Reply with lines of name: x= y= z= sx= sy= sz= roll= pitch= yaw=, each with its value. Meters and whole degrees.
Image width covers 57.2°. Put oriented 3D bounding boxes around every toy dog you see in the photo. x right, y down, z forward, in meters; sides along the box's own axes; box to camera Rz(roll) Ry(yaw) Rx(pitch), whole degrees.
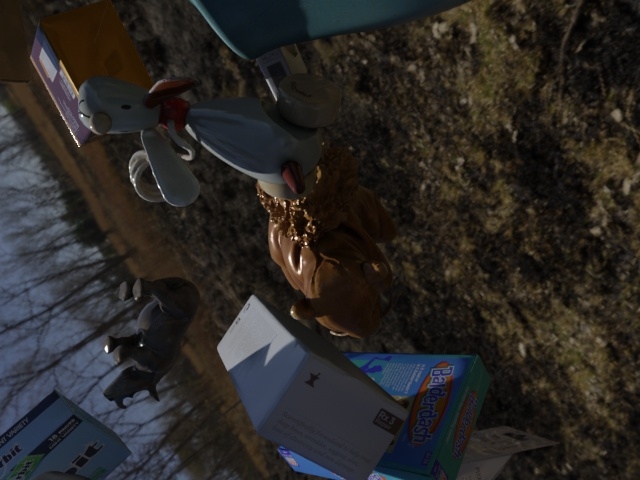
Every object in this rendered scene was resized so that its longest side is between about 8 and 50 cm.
toy dog: x=-0.133 y=-0.119 z=0.742 sx=0.161 sy=0.334 sz=0.220 roll=-93 pitch=-7 yaw=-51

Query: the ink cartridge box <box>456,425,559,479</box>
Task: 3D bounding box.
ink cartridge box: x=0.228 y=0.342 z=0.912 sx=0.181 sy=0.225 sz=0.056 roll=135 pitch=129 yaw=-78

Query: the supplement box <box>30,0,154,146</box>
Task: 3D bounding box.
supplement box: x=-0.419 y=-0.300 z=1.087 sx=0.194 sy=0.129 sz=0.191 roll=-7 pitch=112 yaw=60

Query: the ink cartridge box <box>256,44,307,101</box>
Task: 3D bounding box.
ink cartridge box: x=-0.104 y=-0.446 z=1.168 sx=0.239 sy=0.060 sz=0.275 roll=-82 pitch=-30 yaw=-51

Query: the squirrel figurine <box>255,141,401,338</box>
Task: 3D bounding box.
squirrel figurine: x=0.000 y=0.000 z=1.152 sx=0.370 sy=0.281 sz=0.397 roll=-95 pitch=-19 yaw=-62

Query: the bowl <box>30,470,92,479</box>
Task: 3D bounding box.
bowl: x=-0.237 y=0.227 z=0.451 sx=0.053 sy=0.142 sz=0.142 roll=56 pitch=156 yaw=8

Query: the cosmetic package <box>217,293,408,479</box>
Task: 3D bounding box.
cosmetic package: x=-0.022 y=0.137 z=0.591 sx=0.117 sy=0.085 sz=0.231 roll=34 pitch=177 yaw=-18

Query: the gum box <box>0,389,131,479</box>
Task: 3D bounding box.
gum box: x=-0.312 y=0.262 z=0.654 sx=0.041 sy=0.157 sz=0.184 roll=38 pitch=157 yaw=24

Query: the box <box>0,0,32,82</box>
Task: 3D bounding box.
box: x=-0.574 y=-0.364 z=0.964 sx=0.021 sy=0.164 sz=0.201 roll=-4 pitch=96 yaw=43

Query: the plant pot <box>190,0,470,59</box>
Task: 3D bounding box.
plant pot: x=0.015 y=-0.257 z=0.374 sx=0.271 sy=0.255 sz=0.271 roll=61 pitch=-168 yaw=-22

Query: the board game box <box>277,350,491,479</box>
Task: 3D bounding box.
board game box: x=0.073 y=0.204 z=0.685 sx=0.210 sy=0.160 sz=0.047 roll=-8 pitch=124 yaw=42

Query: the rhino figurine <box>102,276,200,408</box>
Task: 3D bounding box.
rhino figurine: x=-0.244 y=0.150 z=0.830 sx=0.073 sy=0.106 sz=0.243 roll=45 pitch=119 yaw=43
